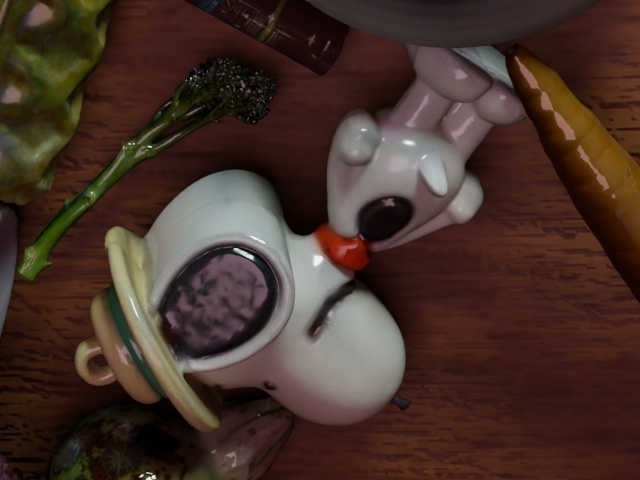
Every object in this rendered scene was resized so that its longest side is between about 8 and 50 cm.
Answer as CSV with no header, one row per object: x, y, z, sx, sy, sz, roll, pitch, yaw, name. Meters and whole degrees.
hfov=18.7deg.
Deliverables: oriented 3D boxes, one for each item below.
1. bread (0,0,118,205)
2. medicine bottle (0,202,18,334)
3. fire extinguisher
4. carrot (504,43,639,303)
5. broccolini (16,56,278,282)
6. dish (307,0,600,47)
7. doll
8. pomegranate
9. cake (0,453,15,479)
-0.161,-0.153,1.110,0.098,0.087,0.269,34,113,27,bread
-0.325,0.019,1.162,0.254,0.152,0.152,15,110,4,medicine bottle
-0.047,-0.142,1.113,0.132,0.056,0.039,27,67,-14,fire extinguisher
0.203,0.017,1.101,0.069,0.069,0.336,-31,115,17,carrot
-0.107,-0.045,1.158,0.194,0.052,0.054,-42,114,13,broccolini
0.065,-0.237,0.986,0.273,0.134,0.273,0,92,7,dish
-0.013,-0.014,1.125,0.208,0.144,0.271,13,115,-18,doll
-0.095,0.153,1.204,0.125,0.163,0.138,-11,117,55,pomegranate
-0.213,0.213,1.199,0.116,0.112,0.295,-12,129,5,cake
